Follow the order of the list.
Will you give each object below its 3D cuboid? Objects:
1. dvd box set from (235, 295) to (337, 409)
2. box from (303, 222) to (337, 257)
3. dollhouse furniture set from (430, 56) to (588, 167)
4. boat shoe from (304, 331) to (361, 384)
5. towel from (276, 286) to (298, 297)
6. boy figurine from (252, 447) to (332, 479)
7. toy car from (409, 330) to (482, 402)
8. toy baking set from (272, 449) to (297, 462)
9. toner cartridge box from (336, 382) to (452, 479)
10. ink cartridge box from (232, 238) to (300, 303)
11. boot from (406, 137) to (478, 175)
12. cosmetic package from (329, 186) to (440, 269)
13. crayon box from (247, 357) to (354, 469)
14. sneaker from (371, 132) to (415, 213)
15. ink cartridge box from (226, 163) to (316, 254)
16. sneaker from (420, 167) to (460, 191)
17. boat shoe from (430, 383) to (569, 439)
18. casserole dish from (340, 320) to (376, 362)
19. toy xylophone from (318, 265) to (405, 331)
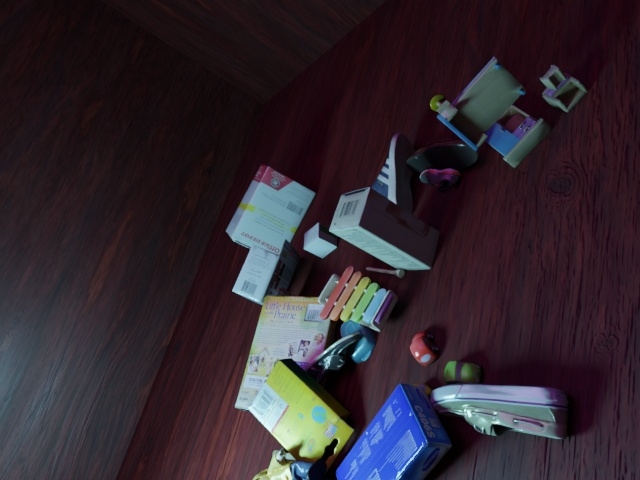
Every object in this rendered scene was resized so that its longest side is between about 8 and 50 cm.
[{"bbox_3d":[-0.112,0.402,1.620,0.307,0.062,0.421,-3,60,27],"label":"dvd box set"},{"bbox_3d":[0.000,0.000,1.881,0.102,0.101,0.087,-38,36,38],"label":"box"},{"bbox_3d":[0.466,-0.396,1.221,0.286,0.303,0.198,-51,31,21],"label":"dollhouse furniture set"},{"bbox_3d":[0.051,0.368,1.444,0.233,0.084,0.079,-45,68,23],"label":"boat shoe"},{"bbox_3d":[-0.151,0.301,1.841,0.029,0.144,0.197,5,68,31],"label":"towel"},{"bbox_3d":[-0.097,0.690,1.322,0.285,0.092,0.177,-24,85,36],"label":"boy figurine"},{"bbox_3d":[0.294,0.328,1.138,0.225,0.053,0.239,-22,47,51],"label":"toy car"},{"bbox_3d":[-0.097,0.746,1.422,0.197,0.030,0.256,-52,38,23],"label":"toy baking set"},{"bbox_3d":[0.162,0.528,1.100,0.348,0.075,0.165,-62,27,24],"label":"toner cartridge box"},{"bbox_3d":[-0.215,0.135,1.926,0.309,0.130,0.272,64,-132,-72],"label":"ink cartridge box"},{"bbox_3d":[0.395,-0.289,1.451,0.115,0.112,0.305,-51,19,-14],"label":"boot"},{"bbox_3d":[0.195,-0.027,1.364,0.153,0.296,0.129,-8,58,56],"label":"cosmetic package"},{"bbox_3d":[-0.053,0.542,1.404,0.318,0.081,0.202,36,98,29],"label":"crayon box"},{"bbox_3d":[0.245,-0.222,1.628,0.148,0.131,0.350,-21,48,46],"label":"sneaker"},{"bbox_3d":[-0.246,-0.135,2.228,0.385,0.279,0.160,-62,27,1],"label":"ink cartridge box"},{"bbox_3d":[0.373,-0.190,1.463,0.158,0.061,0.065,2,74,61],"label":"sneaker"},{"bbox_3d":[0.356,0.356,0.954,0.302,0.109,0.094,-22,50,48],"label":"boat shoe"},{"bbox_3d":[0.115,0.308,1.483,0.114,0.037,0.188,-53,30,19],"label":"casserole dish"},{"bbox_3d":[0.135,0.171,1.471,0.322,0.081,0.236,-2,55,53],"label":"toy xylophone"}]
